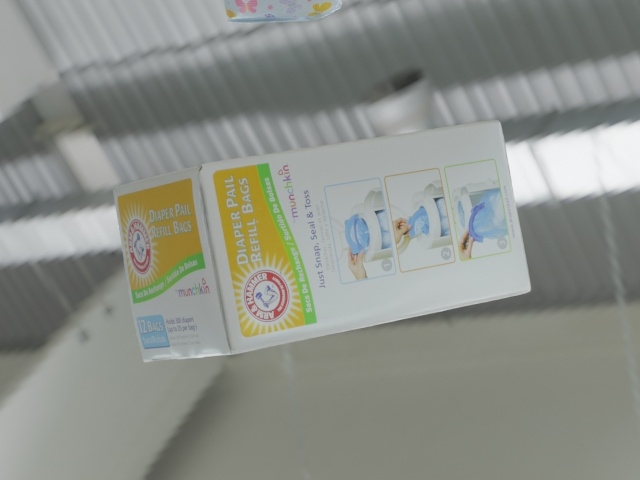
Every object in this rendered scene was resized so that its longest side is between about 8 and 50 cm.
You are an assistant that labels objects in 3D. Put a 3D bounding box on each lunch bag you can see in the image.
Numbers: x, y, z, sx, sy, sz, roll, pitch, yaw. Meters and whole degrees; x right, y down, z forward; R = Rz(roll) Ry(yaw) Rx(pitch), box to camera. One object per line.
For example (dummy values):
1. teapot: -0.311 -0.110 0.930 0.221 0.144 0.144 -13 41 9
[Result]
1. lunch bag: -0.026 -0.189 1.322 0.083 0.071 0.053 0 -130 10

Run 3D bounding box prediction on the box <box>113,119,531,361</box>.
1. box: 0.000 0.000 1.096 0.203 0.103 0.114 -10 180 -32
